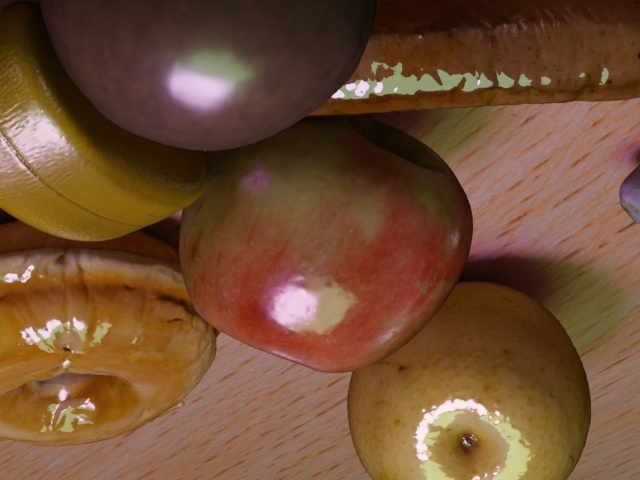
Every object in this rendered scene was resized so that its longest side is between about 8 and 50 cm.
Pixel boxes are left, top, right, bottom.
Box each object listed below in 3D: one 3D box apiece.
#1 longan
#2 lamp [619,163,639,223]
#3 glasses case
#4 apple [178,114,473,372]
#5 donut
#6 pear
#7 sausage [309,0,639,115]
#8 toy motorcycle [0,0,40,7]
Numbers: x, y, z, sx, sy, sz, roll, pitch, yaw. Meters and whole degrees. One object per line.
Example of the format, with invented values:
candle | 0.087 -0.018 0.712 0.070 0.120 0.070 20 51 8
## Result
longan | -0.096 -0.211 1.511 0.297 0.297 0.297 -5 152 -3
lamp | 0.497 -0.091 2.023 0.247 0.247 0.301 -33 164 -16
glasses case | -0.244 -0.097 1.713 0.141 0.173 0.371 -23 161 17
apple | 0.000 0.000 1.925 0.319 0.319 0.277 18 107 -38
donut | -0.337 0.124 2.240 0.449 0.198 0.449 -6 154 -3
pear | 0.201 0.220 2.384 0.348 0.348 0.348 -5 152 -3
sausage | 0.133 -0.197 1.817 0.501 0.123 0.136 -4 179 -4
toy motorcycle | -0.259 -0.242 1.694 0.157 0.091 0.263 5 153 -36
